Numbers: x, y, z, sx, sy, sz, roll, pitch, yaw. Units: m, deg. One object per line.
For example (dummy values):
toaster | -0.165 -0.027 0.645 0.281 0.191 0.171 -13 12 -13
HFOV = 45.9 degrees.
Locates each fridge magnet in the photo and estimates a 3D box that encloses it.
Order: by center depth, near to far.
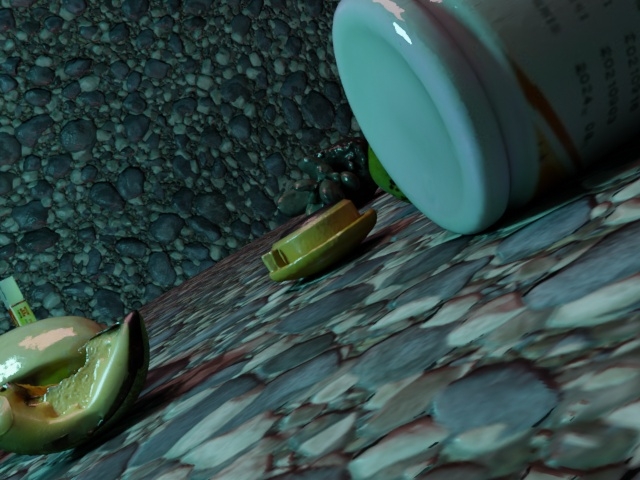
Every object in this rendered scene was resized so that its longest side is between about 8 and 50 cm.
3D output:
fridge magnet | 0.000 0.000 0.862 0.143 0.063 0.143 -33 3 2

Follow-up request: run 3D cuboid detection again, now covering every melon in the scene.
melon | -0.197 0.132 0.637 0.160 0.079 0.128 -31 -14 -2

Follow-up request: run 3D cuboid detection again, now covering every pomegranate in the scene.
pomegranate | 0.121 -0.099 0.974 0.122 0.122 0.161 -31 -23 -9

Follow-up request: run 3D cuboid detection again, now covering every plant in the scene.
plant | 0.029 -0.122 1.546 0.146 0.149 0.274 -27 8 36

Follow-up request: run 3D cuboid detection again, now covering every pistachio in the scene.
pistachio | -0.285 0.140 0.785 0.200 0.117 0.145 -28 0 14

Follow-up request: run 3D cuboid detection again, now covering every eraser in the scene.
eraser | -0.593 0.187 1.547 0.038 0.230 0.157 -28 3 -25

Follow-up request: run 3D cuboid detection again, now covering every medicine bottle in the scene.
medicine bottle | 0.189 -0.164 0.581 0.316 0.202 0.202 -32 4 -11
